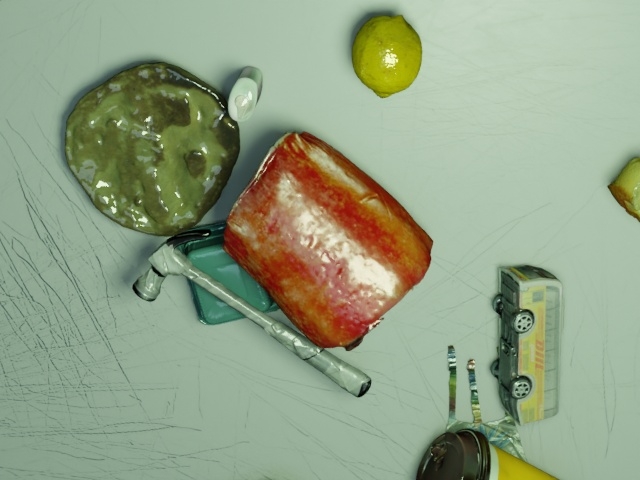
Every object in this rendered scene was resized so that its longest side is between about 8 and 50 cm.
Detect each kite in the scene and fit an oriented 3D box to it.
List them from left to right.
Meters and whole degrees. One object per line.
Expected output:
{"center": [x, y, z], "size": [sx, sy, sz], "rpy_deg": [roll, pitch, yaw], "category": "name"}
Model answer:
{"center": [0.292, 0.323, 1.961], "size": [0.169, 0.015, 0.310], "rpy_deg": [0, 111, 2], "category": "kite"}

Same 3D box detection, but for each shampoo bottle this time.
{"center": [-0.117, -0.225, 1.732], "size": [0.043, 0.099, 0.072], "rpy_deg": [15, 111, -2], "category": "shampoo bottle"}

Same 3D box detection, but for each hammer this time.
{"center": [-0.098, 0.138, 1.830], "size": [0.427, 0.044, 0.152], "rpy_deg": [37, 105, -13], "category": "hammer"}

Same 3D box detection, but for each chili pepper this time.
{"center": [0.000, 0.000, 1.767], "size": [0.305, 0.229, 0.251], "rpy_deg": [43, 106, -1], "category": "chili pepper"}

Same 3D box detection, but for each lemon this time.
{"center": [0.101, -0.279, 1.694], "size": [0.109, 0.109, 0.133], "rpy_deg": [9, 113, 0], "category": "lemon"}

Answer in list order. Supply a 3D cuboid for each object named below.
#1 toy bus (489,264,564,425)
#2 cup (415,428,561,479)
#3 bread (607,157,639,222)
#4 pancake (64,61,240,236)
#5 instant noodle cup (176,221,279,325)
{"center": [0.346, 0.172, 1.854], "size": [0.106, 0.092, 0.268], "rpy_deg": [-9, 111, -16], "category": "toy bus"}
{"center": [0.309, 0.448, 1.910], "size": [0.279, 0.196, 0.196], "rpy_deg": [25, 110, -17], "category": "cup"}
{"center": [0.524, -0.064, 1.742], "size": [0.156, 0.125, 0.086], "rpy_deg": [31, 101, -10], "category": "bread"}
{"center": [-0.270, -0.151, 1.797], "size": [0.294, 0.049, 0.294], "rpy_deg": [2, 114, 4], "category": "pancake"}
{"center": [-0.151, 0.059, 1.859], "size": [0.157, 0.070, 0.179], "rpy_deg": [-13, 108, 6], "category": "instant noodle cup"}
